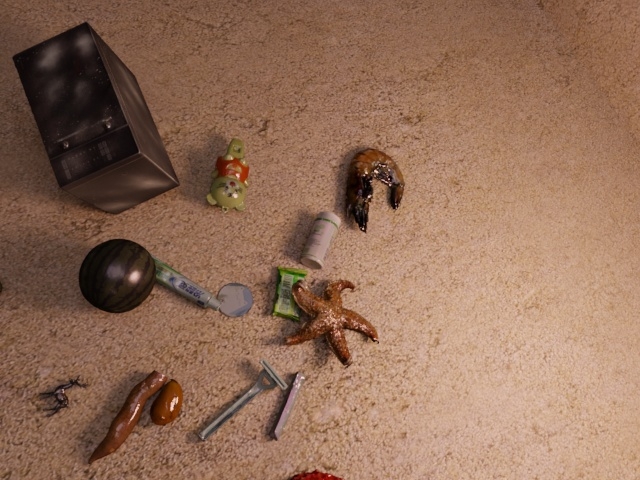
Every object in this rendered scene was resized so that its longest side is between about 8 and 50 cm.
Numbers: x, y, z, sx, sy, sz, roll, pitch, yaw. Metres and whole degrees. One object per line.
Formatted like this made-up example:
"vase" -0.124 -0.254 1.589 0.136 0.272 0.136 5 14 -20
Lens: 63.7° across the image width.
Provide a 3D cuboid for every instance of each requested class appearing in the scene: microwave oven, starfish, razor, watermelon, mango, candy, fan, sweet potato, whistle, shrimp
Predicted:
"microwave oven" -0.645 -0.341 1.533 0.236 0.374 0.432 -25 78 1
"starfish" 0.030 0.257 1.607 0.312 0.113 0.303 -11 70 -28
"razor" -0.235 0.474 1.490 0.278 0.056 0.111 -39 81 -18
"watermelon" -0.573 0.098 1.461 0.212 0.212 0.212 5 67 -13
"mango" -0.423 0.451 1.433 0.077 0.063 0.127 26 63 -14
"candy" -0.100 0.170 1.656 0.102 0.032 0.178 12 65 -13
"fan" -0.297 0.189 1.608 0.175 0.005 0.113 -5 68 -18
"sweet potato" -0.524 0.479 1.395 0.067 0.059 0.281 18 58 24
"whistle" -0.298 -0.217 1.719 0.131 0.106 0.288 14 66 -17
"shrimp" 0.205 -0.180 1.866 0.233 0.071 0.364 14 60 -15

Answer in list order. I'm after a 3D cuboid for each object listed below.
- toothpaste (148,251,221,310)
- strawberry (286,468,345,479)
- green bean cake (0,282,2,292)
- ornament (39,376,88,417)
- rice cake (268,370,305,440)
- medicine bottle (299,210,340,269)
"toothpaste" -0.436 0.129 1.574 0.297 0.048 0.074 30 64 4
"strawberry" 0.017 0.757 1.383 0.336 0.149 0.265 0 67 -16
"green bean cake" -1.004 0.133 1.381 0.200 0.113 0.214 33 63 0
"ornament" -0.690 0.418 1.397 0.125 0.028 0.073 -23 75 -21
"rice cake" -0.098 0.488 1.525 0.033 0.033 0.207 30 64 -12
"medicine bottle" 0.000 0.000 1.722 0.086 0.086 0.183 24 64 -4
